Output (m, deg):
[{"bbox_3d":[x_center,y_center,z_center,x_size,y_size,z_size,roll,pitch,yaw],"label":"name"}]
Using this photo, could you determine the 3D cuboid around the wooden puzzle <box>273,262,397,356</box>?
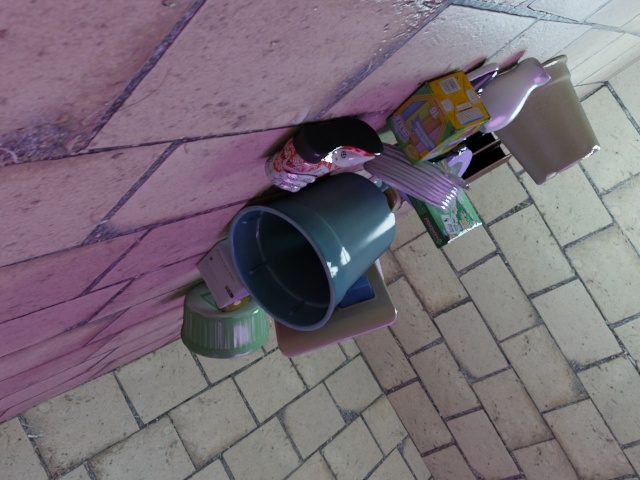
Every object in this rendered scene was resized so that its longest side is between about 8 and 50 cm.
[{"bbox_3d":[0.015,0.137,1.749,0.321,0.081,0.348,-18,-144,0],"label":"wooden puzzle"}]

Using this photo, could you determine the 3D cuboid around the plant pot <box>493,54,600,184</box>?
[{"bbox_3d":[0.711,-0.360,2.008,0.333,0.306,0.334,-30,174,-4],"label":"plant pot"}]

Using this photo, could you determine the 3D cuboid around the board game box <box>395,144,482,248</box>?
[{"bbox_3d":[0.336,-0.151,1.865,0.213,0.318,0.046,-23,172,-46],"label":"board game box"}]

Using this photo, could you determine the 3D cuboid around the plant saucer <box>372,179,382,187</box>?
[{"bbox_3d":[0.148,-0.153,2.270,0.194,0.038,0.195,-30,174,-3],"label":"plant saucer"}]

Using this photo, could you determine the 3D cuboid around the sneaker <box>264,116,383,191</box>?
[{"bbox_3d":[0.005,-0.170,1.268,0.145,0.090,0.270,-34,169,37],"label":"sneaker"}]

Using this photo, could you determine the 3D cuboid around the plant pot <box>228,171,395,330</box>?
[{"bbox_3d":[0.000,0.000,1.623,0.334,0.341,0.341,-35,178,-41],"label":"plant pot"}]

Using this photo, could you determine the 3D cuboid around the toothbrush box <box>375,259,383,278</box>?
[{"bbox_3d":[0.083,0.038,2.218,0.206,0.283,0.122,-21,-146,-7],"label":"toothbrush box"}]

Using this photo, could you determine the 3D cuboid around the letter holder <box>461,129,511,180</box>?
[{"bbox_3d":[0.581,-0.322,2.417,0.301,0.152,0.214,-30,172,-3],"label":"letter holder"}]

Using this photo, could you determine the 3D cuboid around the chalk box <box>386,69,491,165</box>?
[{"bbox_3d":[0.253,-0.265,1.444,0.132,0.132,0.213,-25,172,-33],"label":"chalk box"}]

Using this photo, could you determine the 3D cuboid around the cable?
[{"bbox_3d":[0.232,-0.163,1.609,0.089,0.257,0.257,-64,-174,5],"label":"cable"}]

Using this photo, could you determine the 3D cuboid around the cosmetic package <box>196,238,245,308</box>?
[{"bbox_3d":[-0.233,0.078,1.811,0.151,0.151,0.183,-25,171,-37],"label":"cosmetic package"}]

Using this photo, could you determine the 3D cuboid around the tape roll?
[{"bbox_3d":[0.399,-0.232,2.196,0.274,0.090,0.275,-39,161,-16],"label":"tape roll"}]

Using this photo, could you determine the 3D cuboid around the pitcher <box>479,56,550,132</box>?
[{"bbox_3d":[0.483,-0.386,1.688,0.207,0.125,0.178,-41,-171,1],"label":"pitcher"}]

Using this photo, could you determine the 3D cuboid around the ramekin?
[{"bbox_3d":[-0.326,0.255,2.155,0.303,0.303,0.148,-24,127,-43],"label":"ramekin"}]

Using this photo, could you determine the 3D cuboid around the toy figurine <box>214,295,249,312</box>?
[{"bbox_3d":[-0.141,0.123,2.016,0.362,0.192,0.217,-20,-158,-33],"label":"toy figurine"}]

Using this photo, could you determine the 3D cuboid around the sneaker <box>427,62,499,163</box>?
[{"bbox_3d":[0.340,-0.296,1.535,0.295,0.147,0.104,-37,169,39],"label":"sneaker"}]

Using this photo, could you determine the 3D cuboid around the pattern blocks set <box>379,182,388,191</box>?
[{"bbox_3d":[0.067,-0.057,1.955,0.325,0.026,0.285,-40,179,-31],"label":"pattern blocks set"}]

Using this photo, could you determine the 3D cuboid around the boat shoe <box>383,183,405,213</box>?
[{"bbox_3d":[0.273,-0.160,2.432,0.123,0.123,0.342,-32,172,-13],"label":"boat shoe"}]
